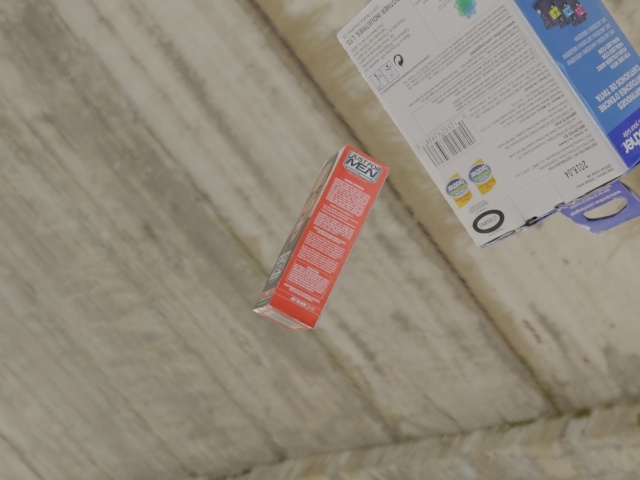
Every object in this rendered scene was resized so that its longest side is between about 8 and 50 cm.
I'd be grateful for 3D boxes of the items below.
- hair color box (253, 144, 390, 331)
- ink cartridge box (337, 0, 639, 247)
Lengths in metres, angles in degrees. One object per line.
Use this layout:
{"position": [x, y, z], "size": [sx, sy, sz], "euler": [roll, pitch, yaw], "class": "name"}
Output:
{"position": [0.000, 0.000, 0.829], "size": [0.043, 0.141, 0.072], "euler": [28, -13, -9], "class": "hair color box"}
{"position": [0.234, -0.168, 1.250], "size": [0.395, 0.151, 0.270], "euler": [57, -36, 0], "class": "ink cartridge box"}
